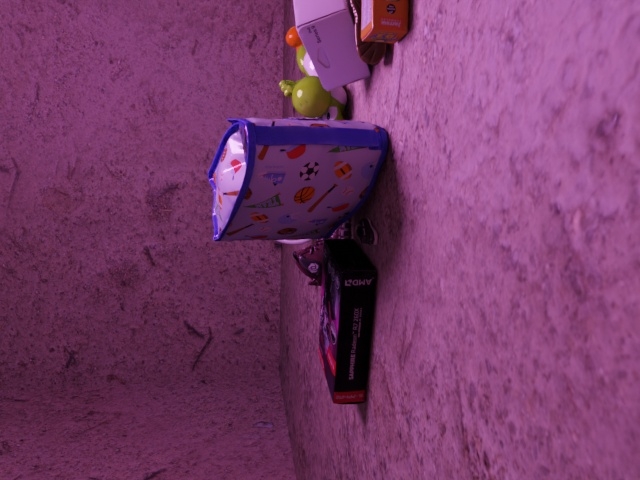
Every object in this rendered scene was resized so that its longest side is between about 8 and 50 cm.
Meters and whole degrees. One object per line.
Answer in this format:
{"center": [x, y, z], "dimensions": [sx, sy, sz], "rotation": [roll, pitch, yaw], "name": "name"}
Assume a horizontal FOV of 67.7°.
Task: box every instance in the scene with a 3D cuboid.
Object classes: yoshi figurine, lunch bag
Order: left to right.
{"center": [-0.067, -0.158, 1.107], "dimensions": [0.385, 0.327, 0.239], "rotation": [140, 123, -61], "name": "lunch bag"}
{"center": [-0.013, -0.477, 1.354], "dimensions": [0.203, 0.202, 0.363], "rotation": [127, 139, -63], "name": "yoshi figurine"}

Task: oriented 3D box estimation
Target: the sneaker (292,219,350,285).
{"center": [0.000, 0.000, 1.374], "dimensions": [0.106, 0.162, 0.282], "rotation": [142, 126, -78], "name": "sneaker"}

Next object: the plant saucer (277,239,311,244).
{"center": [-0.137, -0.175, 1.697], "dimensions": [0.100, 0.400, 0.401], "rotation": [-47, -26, -44], "name": "plant saucer"}

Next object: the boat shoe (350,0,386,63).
{"center": [0.103, -0.479, 0.990], "dimensions": [0.073, 0.080, 0.224], "rotation": [-55, -37, -79], "name": "boat shoe"}

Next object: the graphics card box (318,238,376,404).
{"center": [0.061, 0.204, 1.248], "dimensions": [0.233, 0.094, 0.372], "rotation": [-115, 27, -67], "name": "graphics card box"}

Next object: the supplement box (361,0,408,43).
{"center": [0.122, -0.501, 0.894], "dimensions": [0.080, 0.077, 0.234], "rotation": [-149, 58, -75], "name": "supplement box"}

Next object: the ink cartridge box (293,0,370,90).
{"center": [0.022, -0.539, 1.125], "dimensions": [0.211, 0.121, 0.290], "rotation": [49, -149, -59], "name": "ink cartridge box"}

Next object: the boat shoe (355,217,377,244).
{"center": [0.103, -0.022, 1.143], "dimensions": [0.125, 0.038, 0.046], "rotation": [-111, 22, -63], "name": "boat shoe"}
